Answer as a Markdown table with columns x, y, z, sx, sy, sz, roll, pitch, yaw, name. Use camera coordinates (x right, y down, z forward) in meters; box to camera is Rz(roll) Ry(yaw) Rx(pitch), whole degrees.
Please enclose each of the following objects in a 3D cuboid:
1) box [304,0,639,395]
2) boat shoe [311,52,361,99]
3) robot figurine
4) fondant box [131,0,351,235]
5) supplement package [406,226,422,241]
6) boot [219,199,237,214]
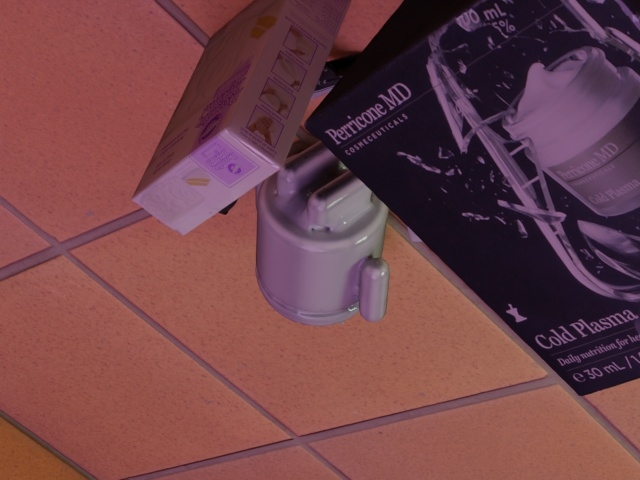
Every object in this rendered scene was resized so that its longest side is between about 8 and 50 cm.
| x | y | z | sx | sy | sz | roll | pitch | yaw | name |
| --- | --- | --- | --- | --- | --- | --- | --- | --- | --- |
| 0.328 | -0.130 | 1.575 | 0.472 | 0.297 | 0.480 | 45 | 146 | -10 | box |
| 0.009 | -0.235 | 2.083 | 0.142 | 0.049 | 0.040 | -16 | 137 | -22 | boat shoe |
| 0.000 | 0.000 | 2.302 | 0.300 | 0.200 | 0.353 | 48 | 154 | 26 | robot figurine |
| -0.105 | -0.192 | 1.993 | 0.096 | 0.330 | 0.238 | 36 | 141 | -21 | fondant box |
| 0.210 | -0.151 | 2.009 | 0.198 | 0.199 | 0.262 | 3 | 141 | 21 | supplement package |
| -0.169 | -0.110 | 2.360 | 0.137 | 0.076 | 0.198 | 27 | 157 | -18 | boot |
